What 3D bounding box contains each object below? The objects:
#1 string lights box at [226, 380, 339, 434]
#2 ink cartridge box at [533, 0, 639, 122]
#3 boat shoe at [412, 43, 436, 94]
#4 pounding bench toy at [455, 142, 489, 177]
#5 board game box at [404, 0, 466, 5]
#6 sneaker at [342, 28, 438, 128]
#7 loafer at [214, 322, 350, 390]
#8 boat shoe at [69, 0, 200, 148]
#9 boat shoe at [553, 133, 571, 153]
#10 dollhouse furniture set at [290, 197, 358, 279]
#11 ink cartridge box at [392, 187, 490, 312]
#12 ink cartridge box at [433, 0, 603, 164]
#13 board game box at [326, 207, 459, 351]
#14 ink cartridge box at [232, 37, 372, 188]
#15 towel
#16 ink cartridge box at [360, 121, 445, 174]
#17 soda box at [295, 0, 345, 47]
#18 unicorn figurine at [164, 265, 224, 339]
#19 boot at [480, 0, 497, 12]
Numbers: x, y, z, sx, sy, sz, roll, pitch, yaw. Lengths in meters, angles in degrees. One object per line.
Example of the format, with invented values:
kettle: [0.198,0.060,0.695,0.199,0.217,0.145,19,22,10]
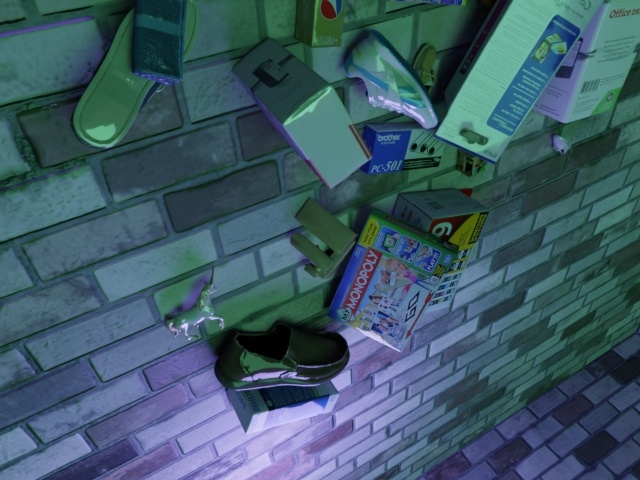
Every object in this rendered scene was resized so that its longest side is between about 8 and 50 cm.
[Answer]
string lights box: [-0.095,0.398,1.273,0.259,0.133,0.077,-1,124,-35]
ink cartridge box: [0.645,-0.443,1.164,0.198,0.115,0.273,-18,132,-25]
boat shoe: [0.210,-0.324,0.989,0.050,0.045,0.135,-10,128,-31]
pounding bench toy: [0.380,-0.187,1.195,0.052,0.083,0.065,-24,134,-19]
board game box: [0.164,-0.559,0.745,0.233,0.078,0.347,-13,129,-28]
sneaker: [0.140,-0.287,0.927,0.092,0.087,0.228,-36,125,27]
loafer: [-0.070,0.275,1.193,0.365,0.134,0.130,-2,124,-35]
boat shoe: [-0.258,-0.238,0.681,0.095,0.079,0.255,31,80,-35]
boat shoe: [0.680,-0.271,1.387,0.100,0.035,0.035,14,111,-49]
dollhouse furniture set: [0.000,0.000,1.106,0.144,0.123,0.151,-53,171,11]
ink cartridge box: [0.301,0.030,1.276,0.271,0.130,0.310,-9,127,-32]
ink cartridge box: [0.382,-0.351,0.987,0.175,0.069,0.371,18,114,-22]
board game box: [0.162,0.102,1.171,0.046,0.213,0.317,-54,167,-57]
ink cartridge box: [-0.032,-0.205,0.779,0.092,0.218,0.158,-38,137,3]
towel: [-0.211,-0.271,0.641,0.067,0.029,0.120,2,97,-40]
ink cartridge box: [0.182,-0.204,1.064,0.207,0.046,0.097,-10,127,-30]
soda box: [0.003,-0.402,0.763,0.058,0.061,0.181,-14,130,-28]
unicorn figurine: [-0.250,0.149,1.015,0.161,0.060,0.111,-37,137,-7]
boot: [0.384,-0.425,1.008,0.264,0.096,0.280,-40,132,16]
